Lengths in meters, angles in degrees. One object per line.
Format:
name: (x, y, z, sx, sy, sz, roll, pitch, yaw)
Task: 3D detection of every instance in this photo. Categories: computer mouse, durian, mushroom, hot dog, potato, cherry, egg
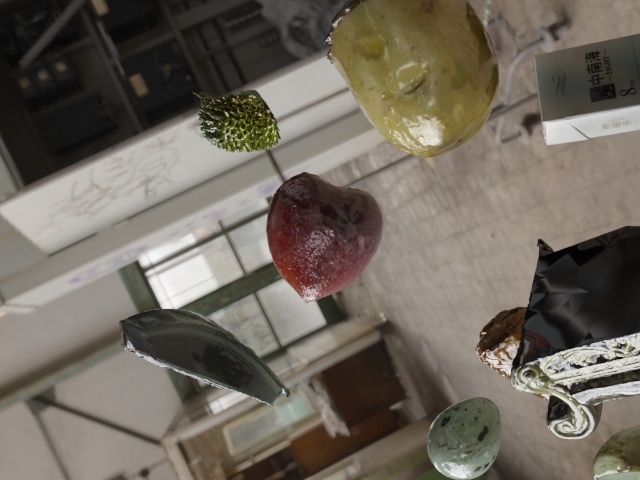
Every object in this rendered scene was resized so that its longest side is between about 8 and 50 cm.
computer mouse: (-0.129, 0.130, 0.990, 0.231, 0.071, 0.126, 28, 165, -32)
durian: (-0.156, -0.195, 1.456, 0.220, 0.095, 0.137, 21, 145, 59)
mushroom: (0.460, 0.270, 1.097, 0.087, 0.333, 0.107, -30, 76, 44)
hot dog: (0.481, 0.256, 1.896, 0.272, 0.196, 0.122, 30, -150, -20)
potato: (0.145, -0.226, 1.170, 0.243, 0.242, 0.285, 62, -170, 13)
cherry: (0.000, -0.009, 1.679, 0.206, 0.239, 0.239, -124, 10, -65)
egg: (0.266, 0.356, 1.543, 0.131, 0.164, 0.131, 27, 157, 13)

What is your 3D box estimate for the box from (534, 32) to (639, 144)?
box: (0.475, -0.249, 1.361, 0.067, 0.242, 0.155, 58, -150, -51)

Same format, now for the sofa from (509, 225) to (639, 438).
sofa: (0.327, 0.084, 0.790, 0.182, 0.258, 0.200, 48, -137, -22)
